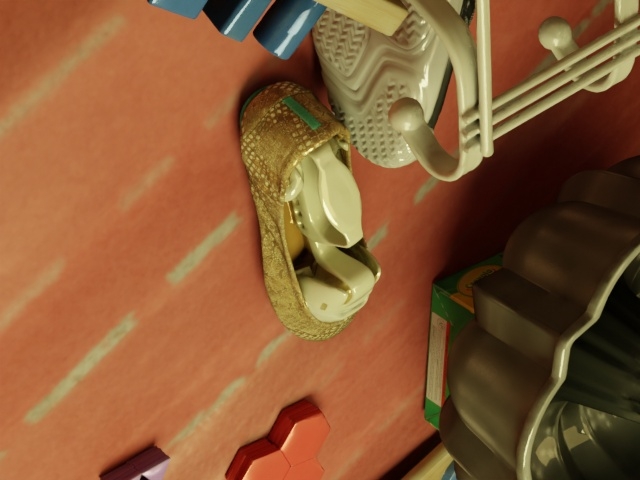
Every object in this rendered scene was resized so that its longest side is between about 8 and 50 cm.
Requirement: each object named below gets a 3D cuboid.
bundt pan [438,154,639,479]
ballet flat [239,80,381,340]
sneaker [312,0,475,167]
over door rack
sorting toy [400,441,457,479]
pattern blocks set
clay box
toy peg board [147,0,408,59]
[{"bbox_3d":[0.210,0.083,0.910,0.331,0.124,0.331,-22,126,-33],"label":"bundt pan"},{"bbox_3d":[0.000,0.000,0.777,0.073,0.067,0.206,-38,137,-20],"label":"ballet flat"},{"bbox_3d":[0.084,-0.173,0.713,0.153,0.101,0.268,-17,125,-32],"label":"sneaker"},{"bbox_3d":[0.133,-0.205,0.584,0.239,0.108,0.324,-31,146,-25],"label":"over door rack"},{"bbox_3d":[0.091,0.235,1.022,0.274,0.046,0.132,-38,139,-24],"label":"sorting toy"},{"bbox_3d":[-0.115,0.275,0.885,0.285,0.026,0.325,-12,124,-38],"label":"pattern blocks set"},{"bbox_3d":[0.179,0.058,0.998,0.222,0.053,0.127,-22,128,-33],"label":"clay box"},{"bbox_3d":[-0.072,-0.136,0.560,0.161,0.160,0.079,15,121,-47],"label":"toy peg board"}]
